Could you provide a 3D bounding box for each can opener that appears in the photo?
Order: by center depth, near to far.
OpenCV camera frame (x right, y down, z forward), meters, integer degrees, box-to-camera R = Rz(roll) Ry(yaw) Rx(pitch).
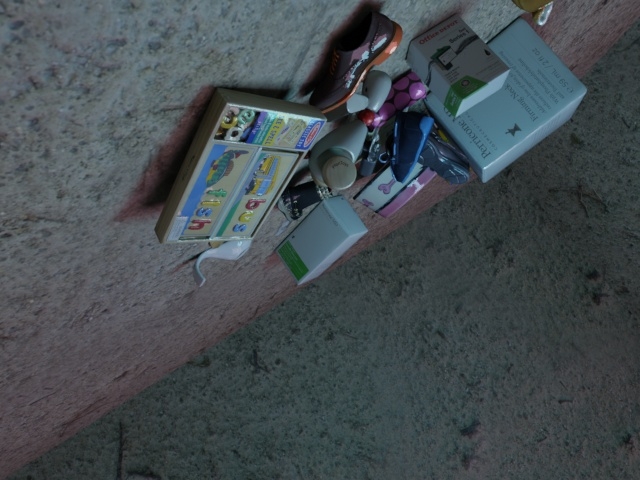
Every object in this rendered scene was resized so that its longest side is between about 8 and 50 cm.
[{"bbox_3d":[0.131,-0.271,1.553,0.283,0.095,0.076,94,14,-81],"label":"can opener"}]

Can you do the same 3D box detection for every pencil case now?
[{"bbox_3d":[0.206,-0.396,1.495,0.209,0.095,0.098,-32,-177,-4],"label":"pencil case"}]

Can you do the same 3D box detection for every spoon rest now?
[{"bbox_3d":[-0.338,0.047,1.770,0.276,0.084,0.137,-42,177,-43],"label":"spoon rest"}]

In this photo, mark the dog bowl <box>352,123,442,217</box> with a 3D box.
[{"bbox_3d":[0.316,-0.251,1.937,0.408,0.150,0.408,-45,-179,1],"label":"dog bowl"}]

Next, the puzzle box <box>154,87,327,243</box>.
[{"bbox_3d":[-0.189,-0.148,1.185,0.271,0.052,0.409,-4,140,-43],"label":"puzzle box"}]

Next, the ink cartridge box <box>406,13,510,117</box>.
[{"bbox_3d":[0.354,-0.459,1.345,0.160,0.219,0.093,-34,164,-9],"label":"ink cartridge box"}]

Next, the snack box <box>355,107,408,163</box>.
[{"bbox_3d":[0.126,-0.317,1.632,0.321,0.060,0.187,-34,168,-7],"label":"snack box"}]

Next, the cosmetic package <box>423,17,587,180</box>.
[{"bbox_3d":[0.628,-0.462,1.788,0.393,0.330,0.327,-39,168,13],"label":"cosmetic package"}]

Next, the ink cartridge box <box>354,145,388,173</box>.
[{"bbox_3d":[0.220,-0.323,1.840,0.115,0.067,0.198,-20,160,-52],"label":"ink cartridge box"}]

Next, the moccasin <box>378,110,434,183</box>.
[{"bbox_3d":[0.256,-0.296,1.564,0.138,0.116,0.342,-62,172,-22],"label":"moccasin"}]

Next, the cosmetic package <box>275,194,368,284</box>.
[{"bbox_3d":[0.000,0.000,2.165,0.155,0.197,0.365,-18,157,-51],"label":"cosmetic package"}]

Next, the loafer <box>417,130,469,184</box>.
[{"bbox_3d":[0.383,-0.302,1.723,0.109,0.302,0.095,-27,-143,54],"label":"loafer"}]

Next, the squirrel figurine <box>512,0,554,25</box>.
[{"bbox_3d":[0.619,-0.671,1.165,0.396,0.281,0.370,-18,166,-46],"label":"squirrel figurine"}]

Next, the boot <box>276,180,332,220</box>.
[{"bbox_3d":[-0.041,-0.134,1.693,0.178,0.085,0.236,-15,166,10],"label":"boot"}]

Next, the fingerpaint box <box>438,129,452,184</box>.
[{"bbox_3d":[0.683,-0.461,2.321,0.371,0.163,0.445,-38,167,9],"label":"fingerpaint box"}]

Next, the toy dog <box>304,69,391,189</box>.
[{"bbox_3d":[0.040,-0.283,1.287,0.220,0.160,0.334,-28,-141,61],"label":"toy dog"}]

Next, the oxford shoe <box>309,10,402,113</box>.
[{"bbox_3d":[0.052,-0.395,1.142,0.098,0.097,0.271,17,133,-41],"label":"oxford shoe"}]

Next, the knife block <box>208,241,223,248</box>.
[{"bbox_3d":[-0.231,-0.106,1.407,0.242,0.088,0.276,-31,166,-13],"label":"knife block"}]
